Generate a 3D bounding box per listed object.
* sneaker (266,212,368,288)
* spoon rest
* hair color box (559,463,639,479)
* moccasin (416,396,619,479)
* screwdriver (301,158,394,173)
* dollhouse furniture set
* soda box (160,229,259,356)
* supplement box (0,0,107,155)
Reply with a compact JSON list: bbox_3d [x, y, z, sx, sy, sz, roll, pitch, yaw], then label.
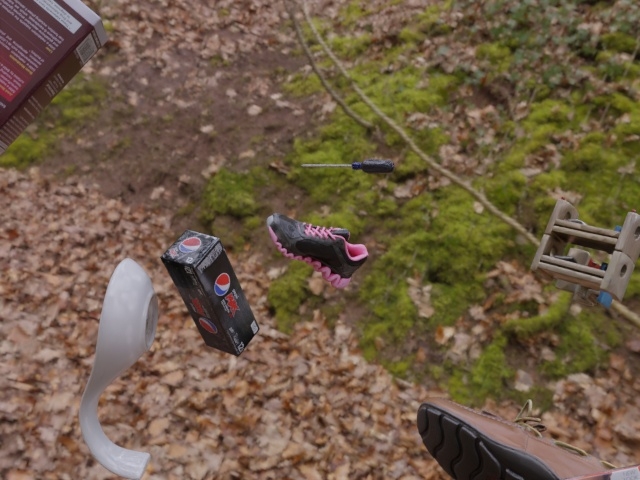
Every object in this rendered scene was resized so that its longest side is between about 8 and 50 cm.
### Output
[{"bbox_3d":[0.000,0.000,0.718,0.119,0.057,0.047,32,32,-32],"label":"sneaker"},{"bbox_3d":[-0.250,0.157,0.882,0.084,0.276,0.137,4,12,-1],"label":"spoon rest"},{"bbox_3d":[0.324,0.331,0.760,0.093,0.167,0.053,-23,-22,27],"label":"hair color box"},{"bbox_3d":[0.335,0.355,1.182,0.380,0.139,0.147,14,25,35],"label":"moccasin"},{"bbox_3d":[0.038,-0.116,1.131,0.170,0.024,0.025,3,23,29],"label":"screwdriver"},{"bbox_3d":[0.454,0.030,1.153,0.129,0.128,0.184,18,-7,45],"label":"dollhouse furniture set"},{"bbox_3d":[-0.135,0.068,0.898,0.060,0.053,0.168,14,-41,32],"label":"soda box"},{"bbox_3d":[-0.357,-0.180,0.760,0.130,0.239,0.073,41,-10,-6],"label":"supplement box"}]
